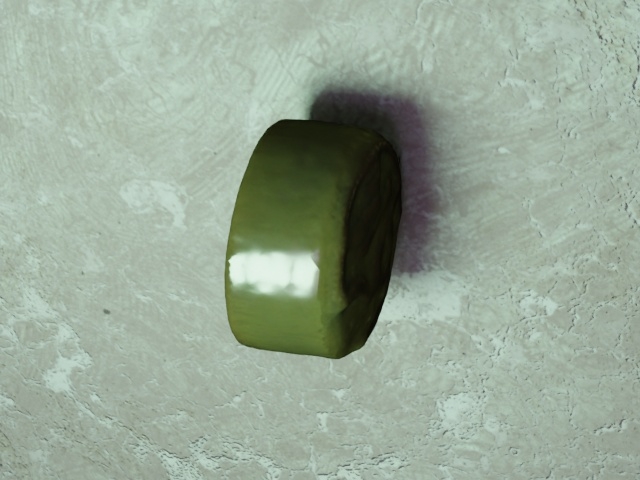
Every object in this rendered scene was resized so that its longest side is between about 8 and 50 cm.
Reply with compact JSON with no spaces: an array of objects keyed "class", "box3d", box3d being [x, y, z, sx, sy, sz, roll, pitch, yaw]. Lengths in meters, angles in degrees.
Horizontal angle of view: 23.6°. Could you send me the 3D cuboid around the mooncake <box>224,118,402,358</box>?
[{"class":"mooncake","box3d":[0.000,0.000,1.833,0.156,0.284,0.284,10,127,18]}]
